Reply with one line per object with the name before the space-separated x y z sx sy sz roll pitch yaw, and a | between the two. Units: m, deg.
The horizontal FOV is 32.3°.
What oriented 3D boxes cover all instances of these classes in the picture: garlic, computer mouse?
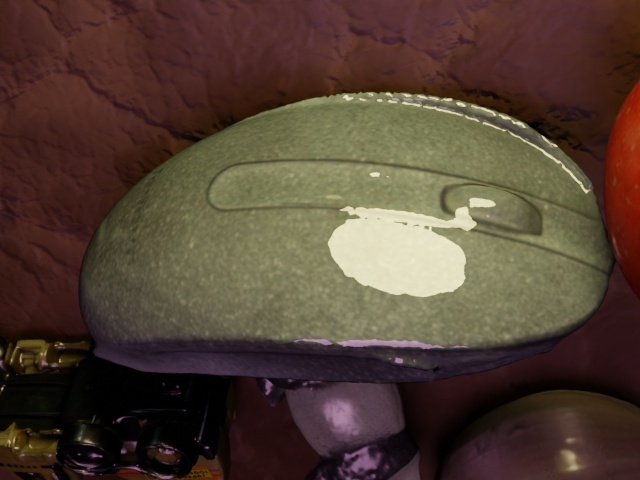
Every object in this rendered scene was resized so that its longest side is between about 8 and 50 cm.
garlic | 0.213 0.245 0.919 0.292 0.210 0.237 -21 153 16
computer mouse | -0.001 -0.001 0.728 0.373 0.203 0.114 -6 138 17

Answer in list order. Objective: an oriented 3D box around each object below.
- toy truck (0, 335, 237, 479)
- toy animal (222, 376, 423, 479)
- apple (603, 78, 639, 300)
toy truck | -0.198 0.145 0.901 0.257 0.127 0.127 0 138 8
toy animal | 0.016 0.149 0.872 0.121 0.094 0.225 -21 99 21
apple | 0.304 -0.032 0.650 0.260 0.216 0.260 3 123 4
